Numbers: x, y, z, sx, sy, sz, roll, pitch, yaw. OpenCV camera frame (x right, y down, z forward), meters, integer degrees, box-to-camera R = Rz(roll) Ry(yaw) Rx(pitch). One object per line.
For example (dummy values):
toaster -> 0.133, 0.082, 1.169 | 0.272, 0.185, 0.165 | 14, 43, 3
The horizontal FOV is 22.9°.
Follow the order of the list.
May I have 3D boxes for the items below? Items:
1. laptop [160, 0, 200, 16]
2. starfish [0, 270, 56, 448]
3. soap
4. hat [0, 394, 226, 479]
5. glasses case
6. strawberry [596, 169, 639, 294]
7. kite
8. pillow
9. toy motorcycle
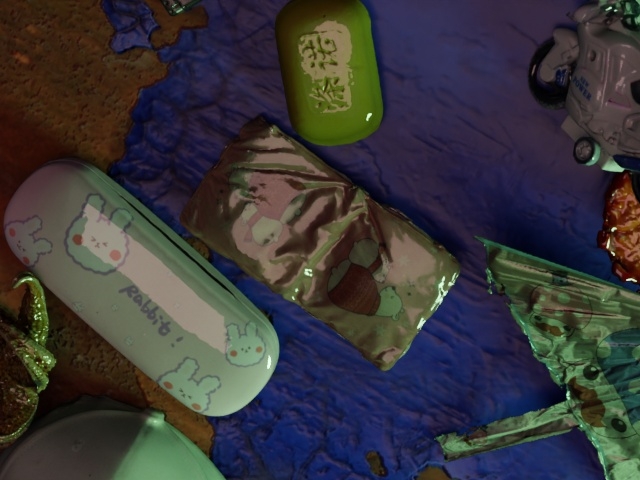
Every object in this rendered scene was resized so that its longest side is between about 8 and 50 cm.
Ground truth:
laptop -> -0.092, -0.298, 1.417 | 0.180, 0.016, 0.129 | -28, 99, 15
starfish -> -0.309, 0.098, 1.519 | 0.146, 0.074, 0.190 | 46, 120, 39
soap -> 0.007, -0.154, 1.423 | 0.089, 0.045, 0.140 | -8, 104, 8
hat -> -0.229, 0.296, 1.484 | 0.257, 0.301, 0.168 | 22, 130, 2
glasses case -> -0.168, 0.044, 1.491 | 0.297, 0.075, 0.113 | 41, 108, -4
strawberry -> 0.314, -0.017, 1.384 | 0.145, 0.086, 0.145 | 2, 105, 7
kite -> 0.263, 0.144, 1.430 | 0.368, 0.014, 0.406 | -19, 114, 30
pillow -> 0.000, 0.000, 1.466 | 0.248, 0.049, 0.135 | 35, 107, 4
toy motorcycle -> 0.269, -0.127, 1.327 | 0.221, 0.102, 0.150 | 51, 121, 34
